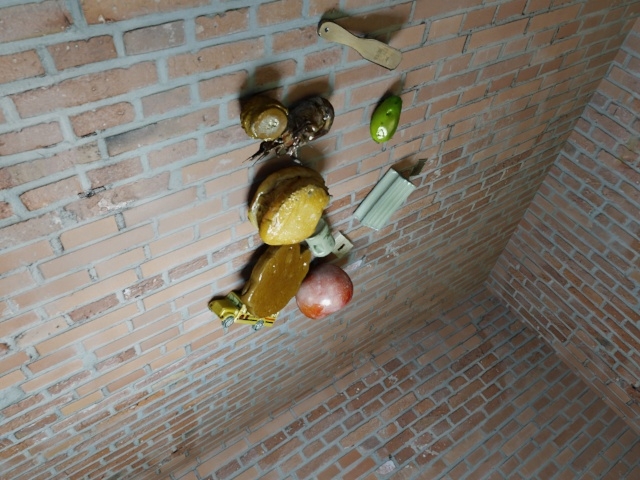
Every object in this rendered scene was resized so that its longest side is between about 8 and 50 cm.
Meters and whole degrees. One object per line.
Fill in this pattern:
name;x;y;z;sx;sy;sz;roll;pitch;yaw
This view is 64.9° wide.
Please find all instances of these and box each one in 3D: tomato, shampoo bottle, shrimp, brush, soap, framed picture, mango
tomato;0.010;0.220;2.272;0.270;0.227;0.270;-30;-176;2
shampoo bottle;0.000;0.000;2.121;0.118;0.087;0.234;-40;150;-7
shrimp;-0.090;-0.322;1.566;0.343;0.116;0.145;-38;149;-17
brush;0.117;-0.597;1.515;0.327;0.065;0.070;5;134;-39
soap;0.280;-0.177;2.207;0.265;0.088;0.159;-51;148;16
framed picture;0.445;-0.330;2.276;0.066;0.007;0.089;-13;140;-38
mango;0.236;-0.437;1.813;0.119;0.100;0.179;-62;175;-65

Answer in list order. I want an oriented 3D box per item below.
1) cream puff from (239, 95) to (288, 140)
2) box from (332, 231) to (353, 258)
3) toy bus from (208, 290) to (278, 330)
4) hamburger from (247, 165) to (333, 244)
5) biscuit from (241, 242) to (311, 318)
cream puff;-0.168;-0.356;1.450;0.143;0.103;0.127;-12;135;-40
box;0.086;0.022;2.311;0.090;0.024;0.167;-44;149;4
toy bus;-0.315;0.293;2.119;0.123;0.121;0.335;-55;148;7
hamburger;-0.101;-0.123;1.764;0.314;0.170;0.290;-3;136;-48
biscuit;-0.172;0.138;2.055;0.358;0.074;0.382;-11;121;-56
